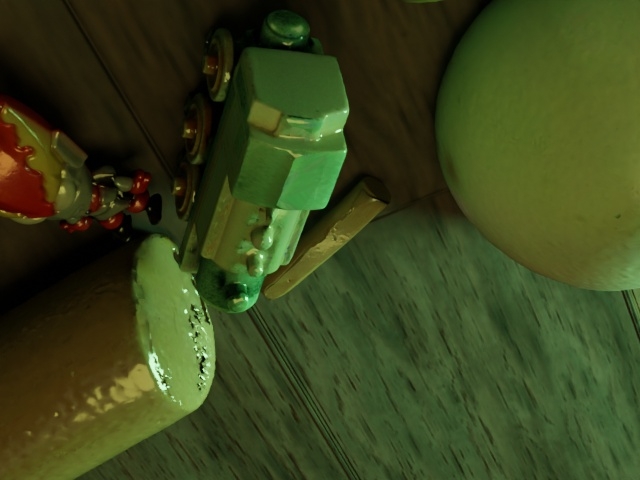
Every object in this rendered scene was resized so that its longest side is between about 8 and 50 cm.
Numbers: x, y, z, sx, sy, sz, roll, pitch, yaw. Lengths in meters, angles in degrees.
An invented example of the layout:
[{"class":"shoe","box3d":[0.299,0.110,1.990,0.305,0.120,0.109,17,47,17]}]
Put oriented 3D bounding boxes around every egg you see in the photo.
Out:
[{"class":"egg","box3d":[0.190,-0.057,1.184,0.206,0.162,0.271,20,126,-35]}]

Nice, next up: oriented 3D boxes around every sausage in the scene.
[{"class":"sausage","box3d":[0.000,0.000,1.289,0.026,0.026,0.116,26,124,-37]},{"class":"sausage","box3d":[-0.188,0.104,1.270,0.253,0.123,0.123,-31,136,16]}]

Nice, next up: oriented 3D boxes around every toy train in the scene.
[{"class":"toy train","box3d":[-0.041,-0.041,1.159,0.081,0.125,0.194,5,134,-17]}]

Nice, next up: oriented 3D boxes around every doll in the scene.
[{"class":"doll","box3d":[-0.171,-0.042,1.172,0.109,0.057,0.169,-24,154,34]}]

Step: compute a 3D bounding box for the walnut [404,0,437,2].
[{"class":"walnut","box3d":[0.054,-0.264,0.839,0.253,0.277,0.282,33,124,-26]}]
